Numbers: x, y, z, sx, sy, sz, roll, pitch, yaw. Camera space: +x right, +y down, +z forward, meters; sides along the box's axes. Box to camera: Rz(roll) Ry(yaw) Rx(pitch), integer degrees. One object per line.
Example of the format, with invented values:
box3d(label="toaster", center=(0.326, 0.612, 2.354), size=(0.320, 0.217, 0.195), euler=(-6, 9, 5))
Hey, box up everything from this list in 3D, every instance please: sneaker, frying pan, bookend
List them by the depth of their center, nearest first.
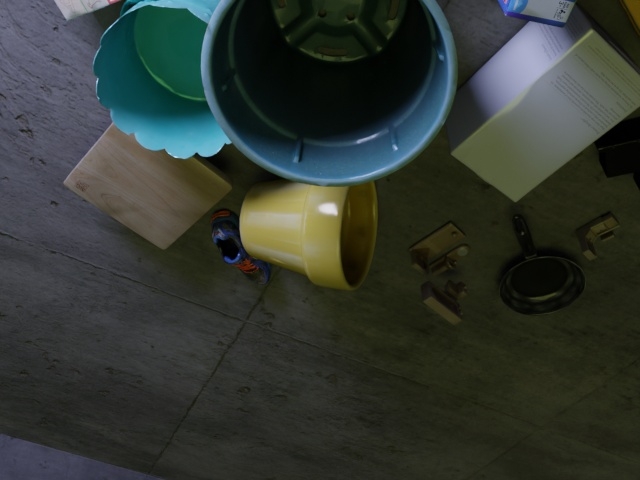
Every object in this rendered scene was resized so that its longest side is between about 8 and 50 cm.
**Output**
box3d(label="bookend", center=(0.627, -0.158, 1.187), size=(0.156, 0.072, 0.157), euler=(-13, 130, 16))
box3d(label="sneaker", center=(-0.193, 0.035, 1.412), size=(0.083, 0.087, 0.221), euler=(-22, 126, 22))
box3d(label="frying pan", center=(0.481, 0.069, 1.412), size=(0.326, 0.053, 0.197), euler=(37, 124, -22))

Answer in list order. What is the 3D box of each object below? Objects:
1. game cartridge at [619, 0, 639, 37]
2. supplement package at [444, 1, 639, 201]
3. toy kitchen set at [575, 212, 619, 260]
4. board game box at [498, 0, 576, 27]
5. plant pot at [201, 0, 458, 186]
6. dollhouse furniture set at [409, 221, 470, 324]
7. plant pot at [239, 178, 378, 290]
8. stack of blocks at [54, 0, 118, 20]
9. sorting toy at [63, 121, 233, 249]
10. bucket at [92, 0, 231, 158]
box3d(label="game cartridge", center=(0.675, -0.429, 0.966), size=(0.324, 0.052, 0.285), euler=(-33, 121, 26))
box3d(label="supplement package", center=(0.383, -0.247, 1.059), size=(0.177, 0.175, 0.293), euler=(31, 126, -23))
box3d(label="toy kitchen set", center=(0.626, 0.000, 1.323), size=(0.068, 0.075, 0.083), euler=(37, 128, -26))
box3d(label="board game box", center=(0.285, -0.458, 0.769), size=(0.078, 0.347, 0.233), euler=(10, 132, -5))
box3d(label="plant pot", center=(0.022, -0.316, 0.924), size=(0.341, 0.334, 0.341), euler=(3, 131, 3))
box3d(label="dollhouse furniture set", center=(0.301, 0.075, 1.366), size=(0.144, 0.151, 0.123), euler=(36, 124, -27))
box3d(label="plant pot", center=(-0.028, -0.035, 1.250), size=(0.239, 0.254, 0.254), euler=(6, 133, 20))
box3d(label="stack of blocks", center=(-0.400, -0.524, 0.939), size=(0.171, 0.087, 0.297), euler=(-13, 129, 16))
box3d(label="sorting toy", center=(-0.355, -0.141, 1.270), size=(0.257, 0.089, 0.255), euler=(38, 124, -25))
box3d(label="bucket", center=(-0.240, -0.307, 1.054), size=(0.281, 0.183, 0.281), euler=(2, 131, 3))
